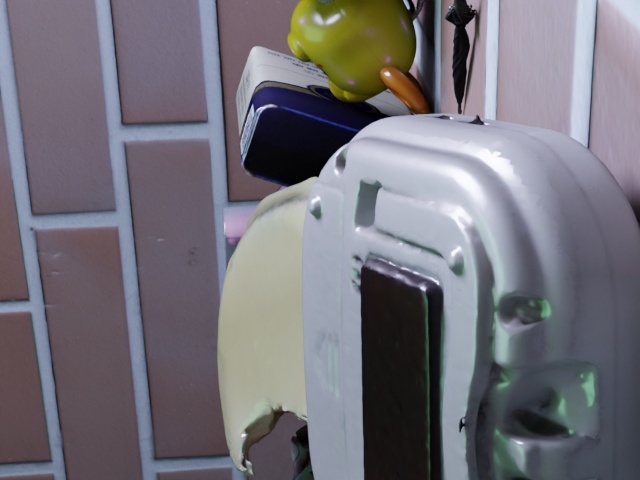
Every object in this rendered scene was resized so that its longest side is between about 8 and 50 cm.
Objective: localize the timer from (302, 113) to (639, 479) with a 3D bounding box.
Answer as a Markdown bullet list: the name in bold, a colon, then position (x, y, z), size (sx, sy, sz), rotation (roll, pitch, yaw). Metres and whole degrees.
- **timer**: position (0.065, 0.070, 0.665), size (0.237, 0.087, 0.262), rotation (-158, 63, -65)

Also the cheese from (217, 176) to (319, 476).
- **cheese**: position (0.012, 0.074, 1.090), size (0.266, 0.127, 0.233), rotation (-14, 72, 59)

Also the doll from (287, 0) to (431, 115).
- **doll**: position (0.031, -0.200, 1.156), size (0.221, 0.135, 0.143), rotation (54, -173, -23)

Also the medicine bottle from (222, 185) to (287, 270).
- **medicine bottle**: position (0.000, 0.000, 1.321), size (0.094, 0.188, 0.119), rotation (-146, 52, -85)

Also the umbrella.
- **umbrella**: position (0.098, -0.141, 0.960), size (0.149, 0.022, 0.022), rotation (92, -160, -55)

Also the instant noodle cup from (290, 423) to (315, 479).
- **instant noodle cup**: position (-0.015, 0.320, 1.111), size (0.302, 0.181, 0.258), rotation (59, 145, 17)

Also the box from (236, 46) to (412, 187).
- **box**: position (0.008, -0.102, 1.237), size (0.259, 0.168, 0.071), rotation (-107, 36, -71)
